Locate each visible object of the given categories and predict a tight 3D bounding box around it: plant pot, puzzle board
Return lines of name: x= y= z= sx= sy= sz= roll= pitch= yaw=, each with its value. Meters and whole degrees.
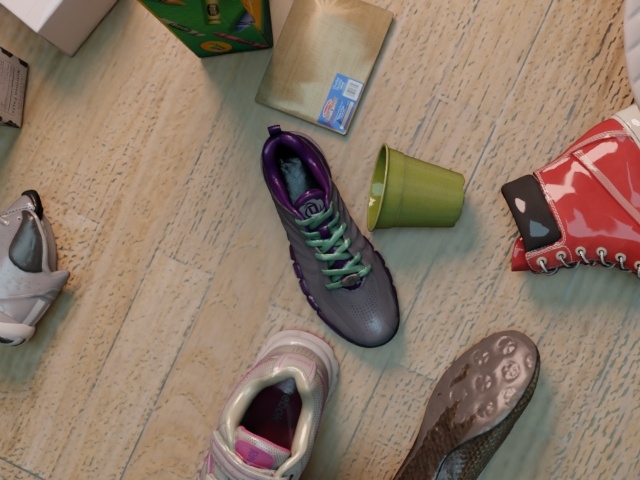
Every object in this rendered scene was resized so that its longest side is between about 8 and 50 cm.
plant pot: x=0.090 y=-0.043 z=0.975 sx=0.079 sy=0.083 sz=0.083 roll=10 pitch=88 yaw=-5
puzzle board: x=0.004 y=-0.177 z=1.019 sx=0.096 sy=0.011 sz=0.128 roll=22 pitch=90 yaw=5

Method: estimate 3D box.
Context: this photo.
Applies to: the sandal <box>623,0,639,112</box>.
sandal: x=0.362 y=-0.087 z=0.861 sx=0.169 sy=0.102 sz=0.417 roll=-17 pitch=88 yaw=25

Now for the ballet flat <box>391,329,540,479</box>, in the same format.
ballet flat: x=0.125 y=0.195 z=0.969 sx=0.084 sy=0.058 sz=0.250 roll=28 pitch=84 yaw=43

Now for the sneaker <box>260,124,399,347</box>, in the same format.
sneaker: x=0.000 y=0.000 z=0.966 sx=0.083 sy=0.098 sz=0.224 roll=-29 pitch=84 yaw=4

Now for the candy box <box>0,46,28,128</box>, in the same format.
candy box: x=-0.384 y=-0.159 z=0.964 sx=0.164 sy=0.196 sz=0.070 roll=6 pitch=87 yaw=6

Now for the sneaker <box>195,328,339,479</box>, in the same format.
sneaker: x=-0.063 y=0.202 z=0.955 sx=0.102 sy=0.111 sz=0.252 roll=18 pitch=89 yaw=7

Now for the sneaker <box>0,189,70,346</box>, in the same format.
sneaker: x=-0.338 y=-0.014 z=1.017 sx=0.228 sy=0.086 sz=0.132 roll=40 pitch=87 yaw=-4

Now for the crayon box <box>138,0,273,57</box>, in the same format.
crayon box: x=-0.108 y=-0.270 z=0.901 sx=0.081 sy=0.278 sz=0.166 roll=-7 pitch=87 yaw=7

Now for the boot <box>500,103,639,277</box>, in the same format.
boot: x=0.275 y=0.023 z=0.946 sx=0.176 sy=0.088 sz=0.244 roll=-33 pitch=76 yaw=4

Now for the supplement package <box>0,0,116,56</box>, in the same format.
supplement package: x=-0.286 y=-0.279 z=1.007 sx=0.179 sy=0.105 sz=0.105 roll=39 pitch=91 yaw=6
